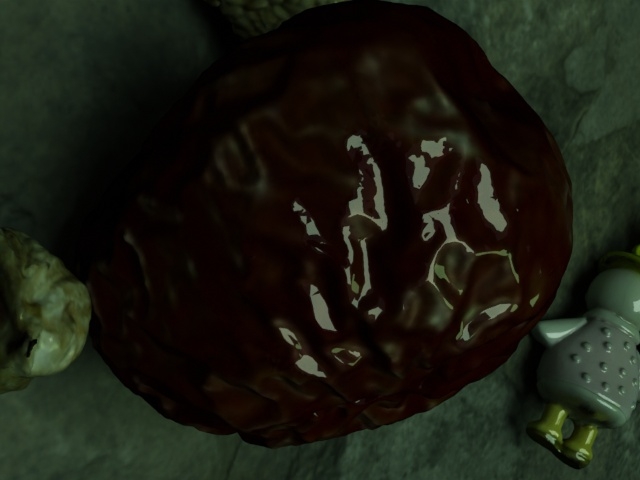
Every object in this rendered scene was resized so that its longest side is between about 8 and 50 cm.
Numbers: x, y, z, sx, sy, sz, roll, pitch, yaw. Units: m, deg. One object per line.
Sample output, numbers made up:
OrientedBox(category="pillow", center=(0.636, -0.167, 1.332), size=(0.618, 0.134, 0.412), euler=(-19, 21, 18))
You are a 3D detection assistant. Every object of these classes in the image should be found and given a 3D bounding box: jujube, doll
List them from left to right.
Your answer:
OrientedBox(category="jujube", center=(0.000, 0.000, 0.491), size=(0.213, 0.232, 0.213), euler=(33, 35, -27))
OrientedBox(category="doll", center=(0.242, 0.089, 0.834), size=(0.129, 0.081, 0.207), euler=(32, 71, -7))

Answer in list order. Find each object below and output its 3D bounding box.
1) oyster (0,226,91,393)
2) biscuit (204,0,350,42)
OrientedBox(category="oyster", center=(-0.246, -0.017, 0.397), size=(0.166, 0.094, 0.294), euler=(-45, 105, -16))
OrientedBox(category="biscuit", center=(-0.004, -0.130, 0.583), size=(0.168, 0.082, 0.070), euler=(54, 40, -33))
